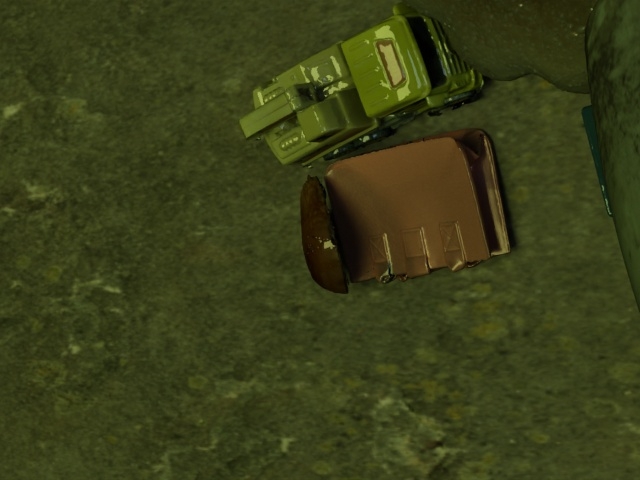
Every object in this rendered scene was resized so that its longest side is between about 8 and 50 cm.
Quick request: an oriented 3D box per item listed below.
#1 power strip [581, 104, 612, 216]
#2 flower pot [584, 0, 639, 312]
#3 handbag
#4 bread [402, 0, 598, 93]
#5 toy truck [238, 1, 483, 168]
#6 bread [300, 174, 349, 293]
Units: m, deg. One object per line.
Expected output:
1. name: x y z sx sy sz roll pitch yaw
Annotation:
1. power strip: 0.314 -0.089 1.876 0.056 0.032 0.123 -14 92 40
2. flower pot: 0.388 -0.086 1.632 0.293 0.293 0.330 -42 50 38
3. handbag: 0.109 -0.034 2.044 0.212 0.059 0.157 -12 93 42
4. bread: 0.222 -0.244 1.843 0.337 0.102 0.183 14 126 31
5. toy truck: 0.035 -0.168 2.005 0.272 0.157 0.124 -22 88 42
6. bread: 0.000 0.000 2.100 0.044 0.129 0.126 -15 57 3
